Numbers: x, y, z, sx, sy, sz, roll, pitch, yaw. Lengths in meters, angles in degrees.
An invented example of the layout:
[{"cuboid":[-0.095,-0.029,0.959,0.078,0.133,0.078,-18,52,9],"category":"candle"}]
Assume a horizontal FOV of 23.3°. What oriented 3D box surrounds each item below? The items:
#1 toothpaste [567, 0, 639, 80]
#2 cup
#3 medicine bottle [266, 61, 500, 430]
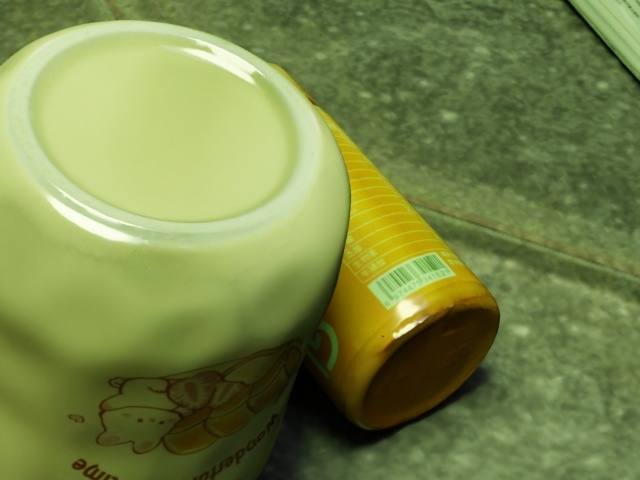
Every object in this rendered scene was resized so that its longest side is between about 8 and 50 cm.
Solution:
[{"cuboid":[0.175,-0.175,1.014,0.067,0.037,0.255,-21,58,-29],"category":"toothpaste"},{"cuboid":[-0.125,0.010,0.688,0.255,0.202,0.173,15,44,-5],"category":"cup"},{"cuboid":[0.000,0.000,0.805,0.096,0.096,0.192,-25,57,-25],"category":"medicine bottle"}]
